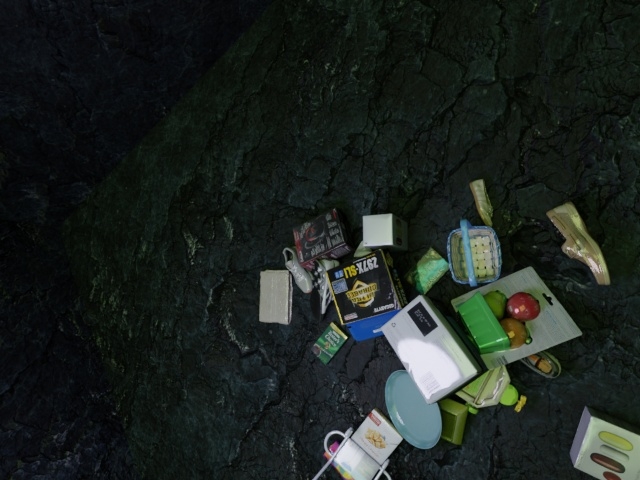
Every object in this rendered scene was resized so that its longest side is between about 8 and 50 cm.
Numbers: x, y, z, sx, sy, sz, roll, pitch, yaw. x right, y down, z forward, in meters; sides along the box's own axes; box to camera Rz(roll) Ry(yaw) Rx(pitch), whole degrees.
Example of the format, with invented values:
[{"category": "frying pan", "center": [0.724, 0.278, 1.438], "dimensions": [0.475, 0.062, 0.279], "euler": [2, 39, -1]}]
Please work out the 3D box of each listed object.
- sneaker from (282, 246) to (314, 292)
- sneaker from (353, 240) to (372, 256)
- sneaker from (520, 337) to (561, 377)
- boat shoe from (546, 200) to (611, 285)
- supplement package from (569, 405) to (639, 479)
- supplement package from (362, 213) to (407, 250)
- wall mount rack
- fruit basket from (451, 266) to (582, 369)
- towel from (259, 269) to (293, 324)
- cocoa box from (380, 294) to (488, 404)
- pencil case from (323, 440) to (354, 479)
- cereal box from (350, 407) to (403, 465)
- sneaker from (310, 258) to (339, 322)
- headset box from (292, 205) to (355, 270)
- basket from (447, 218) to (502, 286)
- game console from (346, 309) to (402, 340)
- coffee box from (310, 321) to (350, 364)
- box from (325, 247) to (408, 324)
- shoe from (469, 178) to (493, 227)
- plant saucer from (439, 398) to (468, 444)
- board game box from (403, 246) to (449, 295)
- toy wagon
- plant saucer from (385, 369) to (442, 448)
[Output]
[{"category": "sneaker", "center": [-0.125, 0.149, 2.090], "dimensions": [0.099, 0.121, 0.262], "euler": [-34, 70, 20]}, {"category": "sneaker", "center": [0.204, 0.042, 1.902], "dimensions": [0.080, 0.212, 0.094], "euler": [19, 87, -9]}, {"category": "sneaker", "center": [0.795, 0.425, 1.598], "dimensions": [0.271, 0.108, 0.100], "euler": [36, 101, 30]}, {"category": "boat shoe", "center": [0.976, 0.021, 1.563], "dimensions": [0.110, 0.121, 0.341], "euler": [-27, 62, 26]}, {"category": "supplement package", "center": [1.009, 0.722, 1.427], "dimensions": [0.203, 0.149, 0.194], "euler": [18, 91, 27]}, {"category": "supplement package", "center": [0.292, -0.029, 1.835], "dimensions": [0.133, 0.244, 0.139], "euler": [-4, 82, 26]}, {"category": "wall mount rack", "center": [0.122, 0.991, 1.754], "dimensions": [0.350, 0.130, 0.304], "euler": [33, 74, 24]}, {"category": "fruit basket", "center": [0.737, 0.296, 1.596], "dimensions": [0.353, 0.165, 0.327], "euler": [-22, 48, 3]}, {"category": "towel", "center": [-0.237, 0.293, 2.170], "dimensions": [0.187, 0.049, 0.282], "euler": [-1, 84, 28]}, {"category": "cocoa box", "center": [0.455, 0.425, 1.640], "dimensions": [0.231, 0.228, 0.347], "euler": [-44, 58, 18]}, {"category": "pencil case", "center": [0.121, 1.028, 1.864], "dimensions": [0.236, 0.104, 0.104], "euler": [43, 103, 25]}, {"category": "cereal box", "center": [0.238, 0.900, 1.848], "dimensions": [0.173, 0.047, 0.240], "euler": [39, 101, 25]}, {"category": "sneaker", "center": [0.036, 0.245, 2.001], "dimensions": [0.122, 0.146, 0.331], "euler": [38, 128, 53]}, {"category": "headset box", "center": [0.000, 0.000, 2.028], "dimensions": [0.293, 0.110, 0.218], "euler": [-27, 57, 21]}, {"category": "basket", "center": [0.607, 0.051, 1.639], "dimensions": [0.201, 0.289, 0.255], "euler": [-9, 82, 31]}, {"category": "game console", "center": [0.253, 0.295, 1.934], "dimensions": [0.293, 0.173, 0.250], "euler": [-22, 105, 23]}, {"category": "coffee box", "center": [0.047, 0.497, 2.002], "dimensions": [0.113, 0.040, 0.184], "euler": [43, 103, 25]}, {"category": "box", "center": [0.191, 0.202, 1.773], "dimensions": [0.322, 0.079, 0.257], "euler": [-24, 77, 39]}, {"category": "shoe", "center": [0.691, -0.158, 1.745], "dimensions": [0.058, 0.076, 0.219], "euler": [-22, 72, 28]}, {"category": "plant saucer", "center": [0.495, 0.737, 1.703], "dimensions": [0.188, 0.045, 0.188], "euler": [14, 109, 32]}, {"category": "board game box", "center": [0.478, 0.140, 1.841], "dimensions": [0.126, 0.026, 0.186], "euler": [45, 103, 24]}, {"category": "toy wagon", "center": [0.652, 0.563, 1.675], "dimensions": [0.344, 0.068, 0.267], "euler": [29, 97, 26]}, {"category": "plant saucer", "center": [0.393, 0.698, 1.729], "dimensions": [0.317, 0.043, 0.318], "euler": [16, 109, 55]}]
